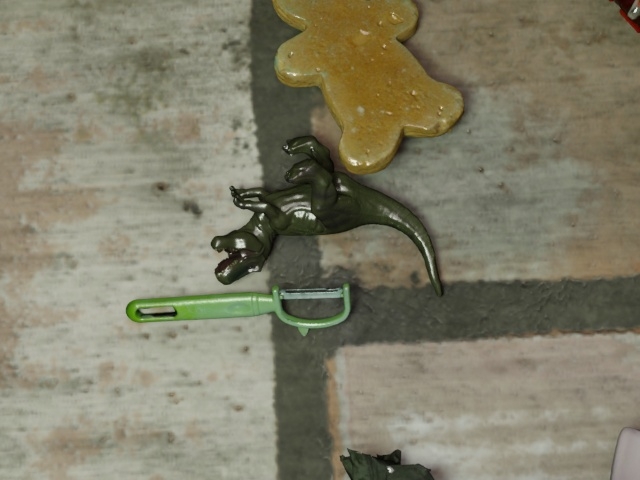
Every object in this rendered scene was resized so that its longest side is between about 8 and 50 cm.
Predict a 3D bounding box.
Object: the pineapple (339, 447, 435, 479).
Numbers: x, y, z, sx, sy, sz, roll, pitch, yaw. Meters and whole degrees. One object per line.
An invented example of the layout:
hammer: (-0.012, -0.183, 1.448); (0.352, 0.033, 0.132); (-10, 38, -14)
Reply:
pineapple: (0.043, 0.296, 1.704); (0.111, 0.119, 0.237); (-9, 66, 47)

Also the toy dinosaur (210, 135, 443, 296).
toy dinosaur: (0.000, 0.000, 1.812); (0.187, 0.087, 0.179); (-27, 115, 13)

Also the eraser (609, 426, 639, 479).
eraser: (0.328, 0.304, 1.700); (0.204, 0.059, 0.243); (18, 76, 7)

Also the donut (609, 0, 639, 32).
donut: (0.357, -0.326, 1.801); (0.259, 0.136, 0.345); (11, 78, 8)

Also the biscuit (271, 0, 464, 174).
biscuit: (0.032, -0.176, 1.825); (0.153, 0.030, 0.234); (-27, 68, -20)

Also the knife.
knife: (-0.075, 0.067, 1.796); (0.212, 0.015, 0.054); (-3, 122, 8)
